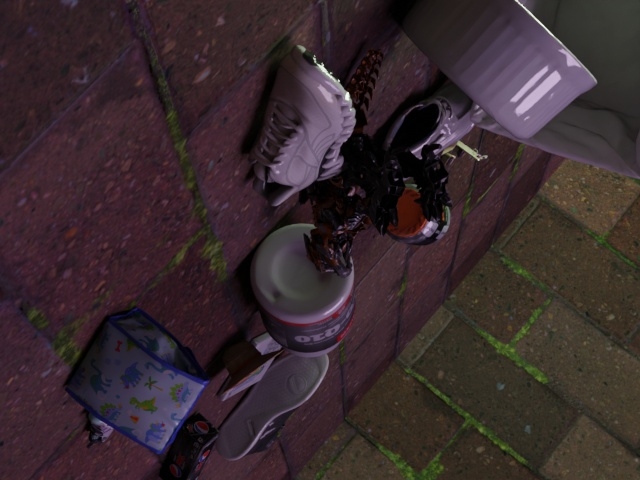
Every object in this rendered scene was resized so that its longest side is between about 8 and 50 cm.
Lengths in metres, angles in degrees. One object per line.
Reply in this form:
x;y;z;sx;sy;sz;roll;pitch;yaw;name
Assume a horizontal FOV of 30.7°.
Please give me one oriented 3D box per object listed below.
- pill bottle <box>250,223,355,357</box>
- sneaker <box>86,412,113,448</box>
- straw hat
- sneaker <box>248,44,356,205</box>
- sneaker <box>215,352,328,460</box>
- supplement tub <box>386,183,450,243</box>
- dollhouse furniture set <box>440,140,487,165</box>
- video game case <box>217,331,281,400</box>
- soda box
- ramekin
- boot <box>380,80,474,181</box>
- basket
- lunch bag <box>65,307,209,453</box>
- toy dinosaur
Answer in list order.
-0.023;0.093;1.901;0.161;0.161;0.283;-48;165;-13;pill bottle
-0.319;0.271;1.674;0.069;0.038;0.098;-54;165;5;sneaker
-0.137;0.208;2.034;0.144;0.061;0.144;-36;175;-4;straw hat
-0.031;-0.133;1.465;0.118;0.110;0.292;-37;161;-17;sneaker
-0.091;0.332;2.412;0.296;0.104;0.147;-46;168;2;sneaker
0.183;-0.050;2.279;0.117;0.117;0.190;-54;166;8;supplement tub
0.281;-0.167;2.364;0.114;0.081;0.091;-28;152;-57;dollhouse furniture set
-0.121;0.228;2.215;0.143;0.019;0.157;-58;164;21;video game case
-0.244;0.397;2.165;0.053;0.060;0.169;-35;159;-45;soda box
0.244;-0.269;1.645;0.135;0.277;0.277;-46;167;13;ramekin
0.199;-0.206;1.986;0.258;0.095;0.123;-46;172;-17;boot
0.475;-0.323;1.968;0.266;0.331;0.328;-33;140;-56;basket
-0.229;0.183;1.509;0.129;0.151;0.096;-58;164;19;lunch bag
0.048;-0.097;1.639;0.164;0.218;0.322;-35;132;-33;toy dinosaur
